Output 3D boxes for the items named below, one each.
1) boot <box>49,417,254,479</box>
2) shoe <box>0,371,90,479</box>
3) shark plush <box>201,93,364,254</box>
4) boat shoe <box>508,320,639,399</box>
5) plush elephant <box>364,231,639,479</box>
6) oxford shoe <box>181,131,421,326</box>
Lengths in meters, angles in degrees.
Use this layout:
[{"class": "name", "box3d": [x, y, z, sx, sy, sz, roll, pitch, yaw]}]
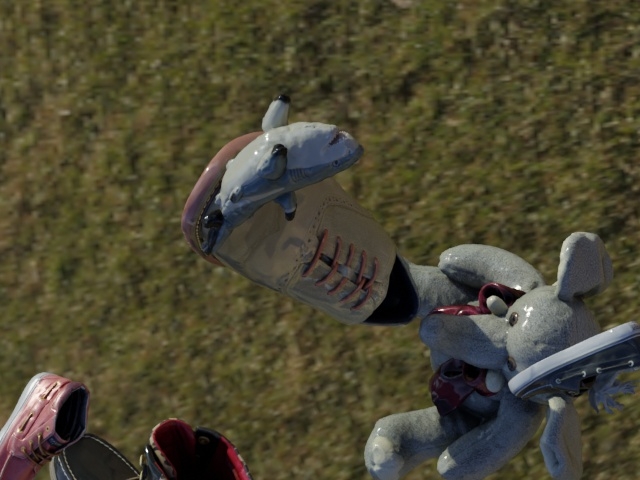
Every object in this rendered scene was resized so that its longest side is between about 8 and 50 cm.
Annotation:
[{"class": "boot", "box3d": [-0.224, 0.342, 2.028, 0.377, 0.138, 0.284, 49, 140, 29]}, {"class": "shoe", "box3d": [-0.338, 0.243, 1.784, 0.081, 0.063, 0.178, 5, 65, 45]}, {"class": "shark plush", "box3d": [-0.040, -0.034, 1.151, 0.161, 0.067, 0.073, -49, 26, 22]}, {"class": "boat shoe", "box3d": [0.226, 0.115, 1.317, 0.142, 0.049, 0.040, -32, 73, 37]}, {"class": "plush elephant", "box3d": [0.195, 0.118, 1.582, 0.330, 0.255, 0.272, 5, 75, 2]}, {"class": "oxford shoe", "box3d": [0.000, 0.000, 1.454, 0.146, 0.397, 0.140, 33, 95, 24]}]
